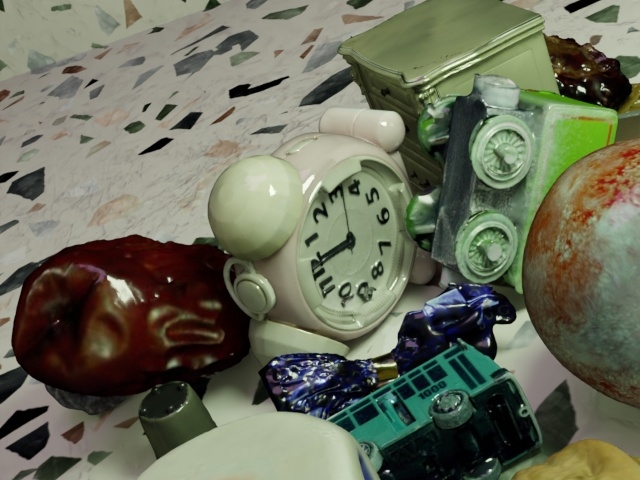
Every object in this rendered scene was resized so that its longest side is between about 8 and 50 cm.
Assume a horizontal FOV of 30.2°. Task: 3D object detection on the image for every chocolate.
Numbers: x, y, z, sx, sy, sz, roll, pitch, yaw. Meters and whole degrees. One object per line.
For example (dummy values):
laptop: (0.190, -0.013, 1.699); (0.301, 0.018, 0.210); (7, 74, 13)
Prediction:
chocolate: (0.392, -0.289, 1.984); (0.206, 0.177, 0.224); (-24, 18, 19)
chocolate: (0.100, 0.165, 1.559); (0.343, 0.126, 0.148); (-22, 66, 1)

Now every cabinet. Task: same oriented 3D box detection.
cabinet: (0.220, -0.185, 1.843); (0.227, 0.318, 0.290); (-28, 28, -10)

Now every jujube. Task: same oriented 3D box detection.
jujube: (-0.255, 0.105, 1.696); (0.258, 0.258, 0.376); (4, 12, 43)

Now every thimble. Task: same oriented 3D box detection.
thimble: (-0.360, 0.189, 1.845); (0.150, 0.150, 0.098); (-31, 27, -11)

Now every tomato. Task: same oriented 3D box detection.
tomato: (0.384, 0.035, 1.326); (0.316, 0.317, 0.282); (-18, -4, 14)

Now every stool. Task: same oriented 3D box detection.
stool: (-0.197, 0.254, 1.632); (0.096, 0.110, 0.096); (-16, 31, 10)

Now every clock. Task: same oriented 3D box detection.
clock: (0.000, 0.000, 1.687); (0.184, 0.342, 0.326); (0, 30, 41)

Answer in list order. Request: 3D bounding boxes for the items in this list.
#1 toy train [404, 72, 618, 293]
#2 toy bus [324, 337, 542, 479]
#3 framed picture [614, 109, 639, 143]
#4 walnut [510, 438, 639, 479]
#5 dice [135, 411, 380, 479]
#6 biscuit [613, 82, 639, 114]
toy train: (0.261, -0.071, 1.635); (0.249, 0.307, 0.173); (2, 14, -26)
toy bus: (0.115, 0.235, 1.398); (0.256, 0.128, 0.147); (-30, 26, -5)
framed picture: (0.558, -0.162, 1.778); (0.293, 0.018, 0.231); (-10, 27, 22)
walnut: (0.263, 0.294, 1.086); (0.225, 0.225, 0.261); (-29, 23, -8)
dice: (-0.040, 0.369, 1.095); (0.277, 0.304, 0.304); (-24, 27, 4)
biscuit: (0.501, -0.187, 1.929); (0.172, 0.029, 0.254); (5, 41, 43)
